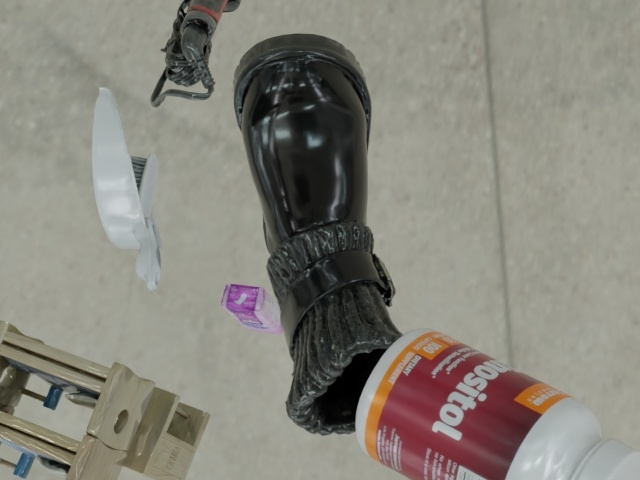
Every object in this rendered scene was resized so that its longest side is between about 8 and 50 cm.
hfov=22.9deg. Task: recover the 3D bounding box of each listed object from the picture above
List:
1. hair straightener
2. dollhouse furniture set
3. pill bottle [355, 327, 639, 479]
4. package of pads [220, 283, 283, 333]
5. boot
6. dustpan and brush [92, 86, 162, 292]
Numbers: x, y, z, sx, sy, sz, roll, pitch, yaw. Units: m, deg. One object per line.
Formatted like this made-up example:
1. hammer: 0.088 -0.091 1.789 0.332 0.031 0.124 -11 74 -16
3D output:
1. hair straightener: -0.075 -0.146 1.067 0.047 0.230 0.089 20 124 -12
2. dollhouse furniture set: -0.206 0.170 1.356 0.129 0.129 0.184 17 168 24
3. pill bottle: 0.102 0.116 0.896 0.152 0.086 0.086 25 132 30
4. package of pads: -0.073 0.076 1.750 0.050 0.032 0.083 6 160 19
5. boot: 0.004 0.000 1.508 0.131 0.260 0.348 -9 140 1
6. dustpan and brush: -0.163 -0.025 1.395 0.060 0.211 0.147 -7 131 8
